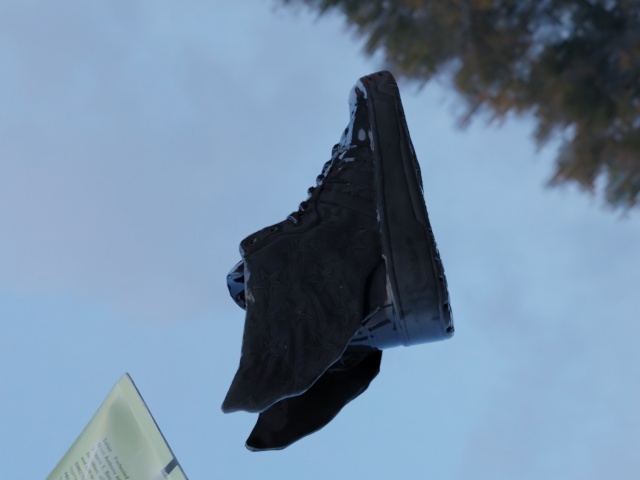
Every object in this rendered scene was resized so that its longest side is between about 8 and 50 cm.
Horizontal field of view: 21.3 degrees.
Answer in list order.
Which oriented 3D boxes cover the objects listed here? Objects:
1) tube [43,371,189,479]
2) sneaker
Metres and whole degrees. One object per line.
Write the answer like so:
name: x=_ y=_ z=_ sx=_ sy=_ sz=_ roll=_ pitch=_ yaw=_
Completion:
tube: x=-0.131 y=0.169 z=0.795 sx=0.070 sy=0.240 sz=0.062 roll=34 pitch=-148 yaw=-13
sneaker: x=0.001 y=0.002 z=0.671 sx=0.051 sy=0.089 sz=0.170 roll=70 pitch=-173 yaw=-46
